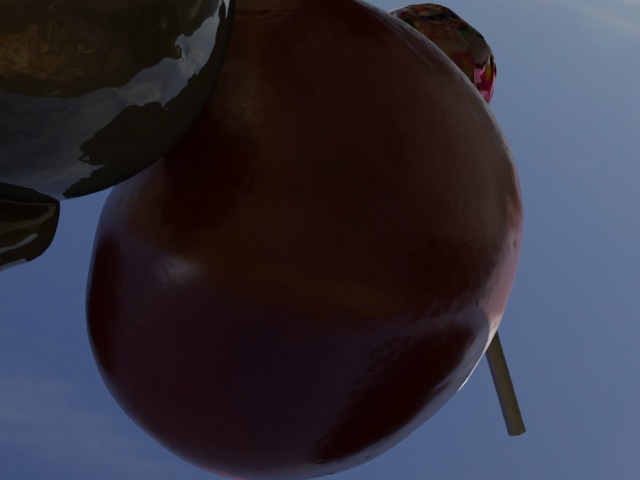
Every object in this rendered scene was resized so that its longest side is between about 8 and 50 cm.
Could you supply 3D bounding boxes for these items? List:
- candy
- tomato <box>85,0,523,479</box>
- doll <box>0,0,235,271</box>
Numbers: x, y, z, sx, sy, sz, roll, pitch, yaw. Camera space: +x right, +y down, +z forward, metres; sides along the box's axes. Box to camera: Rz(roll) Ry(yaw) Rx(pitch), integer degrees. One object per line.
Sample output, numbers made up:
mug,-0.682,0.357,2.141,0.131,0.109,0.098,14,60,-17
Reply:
candy,0.114,-0.015,1.085,0.124,0.365,0.124,-17,-179,0
tomato,0.000,0.000,0.769,0.226,0.299,0.298,14,-159,5
doll,-0.142,-0.155,0.518,0.174,0.235,0.330,14,151,36
